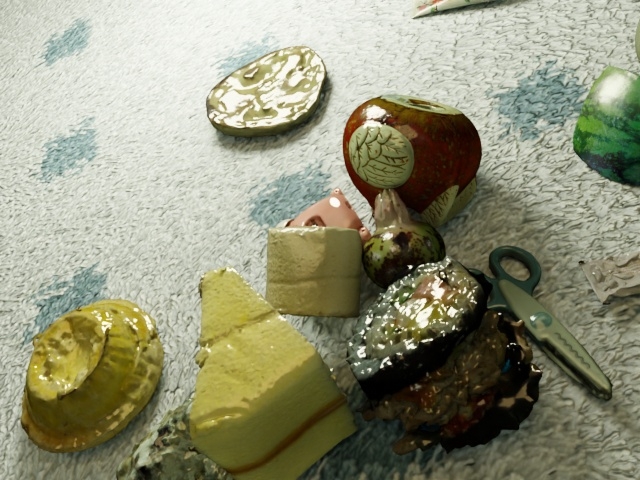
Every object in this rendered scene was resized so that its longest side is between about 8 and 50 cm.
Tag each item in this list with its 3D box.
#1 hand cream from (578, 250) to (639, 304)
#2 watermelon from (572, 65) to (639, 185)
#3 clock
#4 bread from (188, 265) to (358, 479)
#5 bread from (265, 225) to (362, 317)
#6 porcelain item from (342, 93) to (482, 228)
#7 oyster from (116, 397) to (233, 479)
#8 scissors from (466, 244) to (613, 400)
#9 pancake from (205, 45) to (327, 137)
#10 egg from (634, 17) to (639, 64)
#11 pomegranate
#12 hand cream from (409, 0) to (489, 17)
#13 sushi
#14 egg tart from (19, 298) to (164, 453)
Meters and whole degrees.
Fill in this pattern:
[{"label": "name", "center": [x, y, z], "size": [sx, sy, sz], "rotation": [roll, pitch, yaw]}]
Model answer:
[{"label": "hand cream", "center": [0.515, 0.025, 0.911], "size": [0.257, 0.050, 0.084], "rotation": [-21, 48, 15]}, {"label": "watermelon", "center": [0.509, -0.162, 1.024], "size": [0.146, 0.128, 0.231], "rotation": [-47, 52, 9]}, {"label": "clock", "center": [0.000, 0.000, 1.111], "size": [0.162, 0.092, 0.166], "rotation": [-32, 51, 1]}, {"label": "bread", "center": [-0.104, 0.197, 0.897], "size": [0.198, 0.263, 0.236], "rotation": [-34, 51, -10]}, {"label": "bread", "center": [-0.011, 0.048, 0.983], "size": [0.148, 0.134, 0.141], "rotation": [2, 81, 0]}, {"label": "porcelain item", "center": [0.147, -0.127, 1.096], "size": [0.253, 0.253, 0.252], "rotation": [-11, 52, 15]}, {"label": "oyster", "center": [-0.210, 0.350, 0.908], "size": [0.199, 0.112, 0.267], "rotation": [-8, 70, 17]}, {"label": "scissors", "center": [0.316, 0.118, 0.926], "size": [0.138, 0.041, 0.289], "rotation": [-28, 49, -9]}, {"label": "pancake", "center": [-0.121, -0.330, 1.429], "size": [0.295, 0.049, 0.294], "rotation": [-9, 51, 12]}, {"label": "egg", "center": [0.653, -0.295, 0.953], "size": [0.258, 0.258, 0.352], "rotation": [-37, 43, -7]}, {"label": "pomegranate", "center": [0.122, 0.008, 1.016], "size": [0.138, 0.125, 0.163], "rotation": [-19, 67, -45]}, {"label": "hand cream", "center": [0.313, -0.547, 1.417], "size": [0.234, 0.050, 0.080], "rotation": [-3, 58, 28]}, {"label": "sushi", "center": [0.169, 0.162, 0.865], "size": [0.238, 0.219, 0.225], "rotation": [-35, 15, 40]}, {"label": "egg tart", "center": [-0.416, 0.220, 1.105], "size": [0.291, 0.115, 0.290], "rotation": [-12, 51, 16]}]
